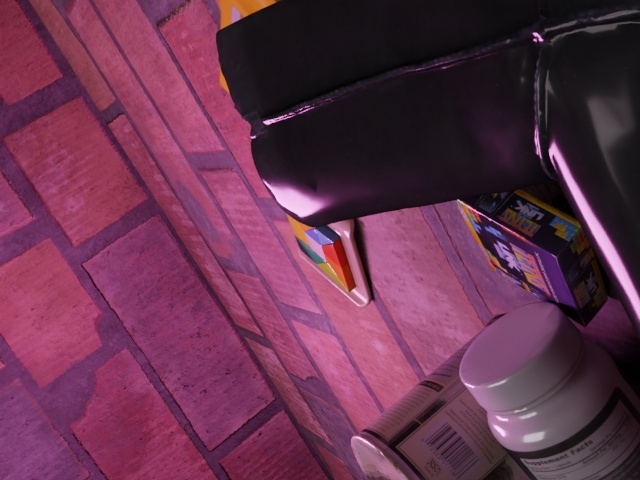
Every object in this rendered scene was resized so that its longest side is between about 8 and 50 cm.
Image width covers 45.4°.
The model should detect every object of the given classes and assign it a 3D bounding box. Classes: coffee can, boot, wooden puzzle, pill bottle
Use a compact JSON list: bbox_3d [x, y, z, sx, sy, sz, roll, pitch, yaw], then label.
[{"bbox_3d":[0.208,0.260,1.038,0.201,0.275,0.201,46,160,23],"label":"coffee can"},{"bbox_3d":[0.106,-0.042,0.554,0.445,0.146,0.367,-3,97,50],"label":"boot"},{"bbox_3d":[0.000,0.000,1.441,0.221,0.044,0.238,40,156,37],"label":"wooden puzzle"},{"bbox_3d":[0.297,0.217,0.878,0.283,0.161,0.161,50,162,-12],"label":"pill bottle"}]

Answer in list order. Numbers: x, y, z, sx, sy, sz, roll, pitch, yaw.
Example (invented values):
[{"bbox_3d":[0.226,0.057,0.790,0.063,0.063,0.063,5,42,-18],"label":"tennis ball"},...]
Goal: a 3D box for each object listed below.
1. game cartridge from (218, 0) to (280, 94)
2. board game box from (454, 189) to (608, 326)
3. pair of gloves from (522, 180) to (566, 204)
[{"bbox_3d":[-0.056,-0.248,1.147,0.285,0.053,0.323,49,161,14],"label":"game cartridge"},{"bbox_3d":[0.231,0.010,0.836,0.141,0.048,0.170,38,173,41],"label":"board game box"},{"bbox_3d":[0.158,-0.122,0.820,0.204,0.042,0.240,23,155,55],"label":"pair of gloves"}]
